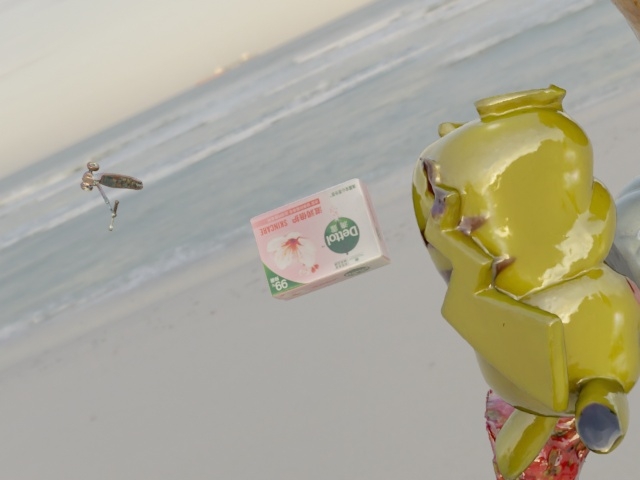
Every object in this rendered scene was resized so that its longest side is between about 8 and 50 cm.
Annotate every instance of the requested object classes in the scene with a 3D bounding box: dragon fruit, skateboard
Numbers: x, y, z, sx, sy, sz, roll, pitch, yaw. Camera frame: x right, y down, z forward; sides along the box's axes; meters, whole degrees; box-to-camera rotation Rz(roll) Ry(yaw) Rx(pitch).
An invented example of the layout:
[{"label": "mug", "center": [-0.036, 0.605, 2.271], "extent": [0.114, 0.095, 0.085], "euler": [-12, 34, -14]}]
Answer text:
[{"label": "dragon fruit", "center": [0.243, 0.222, 1.064], "extent": [0.110, 0.153, 0.153], "euler": [-15, 14, 20]}, {"label": "skateboard", "center": [-0.194, -0.041, 0.986], "extent": [0.063, 0.032, 0.083], "euler": [9, 27, -30]}]

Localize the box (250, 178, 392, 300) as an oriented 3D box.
[{"label": "box", "center": [0.000, 0.000, 1.036], "extent": [0.125, 0.089, 0.043], "euler": [-22, -15, 13]}]

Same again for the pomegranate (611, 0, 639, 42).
[{"label": "pomegranate", "center": [0.391, -0.283, 0.849], "extent": [0.338, 0.338, 0.338], "euler": [-24, 11, 5]}]

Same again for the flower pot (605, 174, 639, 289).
[{"label": "flower pot", "center": [0.497, 0.019, 1.403], "extent": [0.195, 0.246, 0.246], "euler": [-24, 11, -2]}]

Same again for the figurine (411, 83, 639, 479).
[{"label": "figurine", "center": [0.184, 0.036, 0.868], "extent": [0.169, 0.327, 0.218], "euler": [-23, -3, -13]}]
